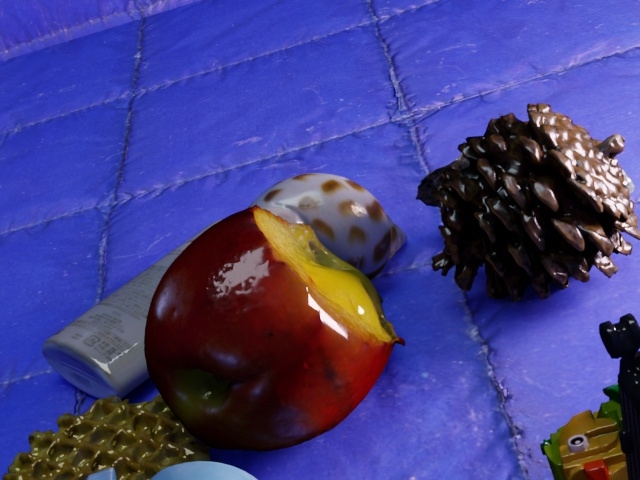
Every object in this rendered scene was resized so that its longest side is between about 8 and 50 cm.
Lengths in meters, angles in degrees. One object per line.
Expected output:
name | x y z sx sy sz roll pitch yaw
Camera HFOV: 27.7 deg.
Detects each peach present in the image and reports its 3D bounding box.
peach | -0.039 0.085 1.475 0.281 0.281 0.338 4 30 36

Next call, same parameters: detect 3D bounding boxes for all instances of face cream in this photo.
face cream | -0.195 0.080 1.752 0.174 0.081 0.348 17 44 42

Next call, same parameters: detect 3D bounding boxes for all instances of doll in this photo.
doll | 0.301 0.184 1.243 0.186 0.106 0.134 -27 23 -16

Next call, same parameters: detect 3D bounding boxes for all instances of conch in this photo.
conch | 0.000 0.000 1.703 0.275 0.182 0.148 9 27 -18

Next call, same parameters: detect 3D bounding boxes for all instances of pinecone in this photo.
pinecone | 0.253 -0.049 1.566 0.257 0.243 0.243 -9 29 26

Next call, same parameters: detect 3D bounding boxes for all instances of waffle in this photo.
waffle | -0.250 0.261 1.490 0.253 0.056 0.249 -23 28 -12

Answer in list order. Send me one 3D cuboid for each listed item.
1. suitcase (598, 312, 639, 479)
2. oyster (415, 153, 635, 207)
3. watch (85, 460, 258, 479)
suitcase | 0.352 0.179 0.972 0.230 0.335 0.152 -19 43 -3
oyster | 0.261 -0.077 1.731 0.199 0.252 0.087 -43 43 34
watch | -0.128 0.310 1.220 0.193 0.210 0.211 -6 27 -7
